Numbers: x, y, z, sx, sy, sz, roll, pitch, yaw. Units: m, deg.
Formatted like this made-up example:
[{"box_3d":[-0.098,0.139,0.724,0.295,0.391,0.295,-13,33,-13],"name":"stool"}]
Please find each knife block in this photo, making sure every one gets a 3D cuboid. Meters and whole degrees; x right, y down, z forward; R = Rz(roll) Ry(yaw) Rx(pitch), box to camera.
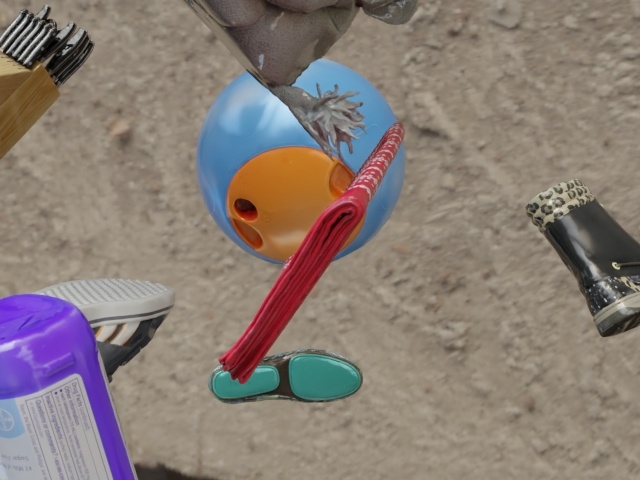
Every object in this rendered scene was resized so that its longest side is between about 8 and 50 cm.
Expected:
[{"box_3d":[-0.493,-0.245,1.961,0.088,0.242,0.276,34,120,24],"name":"knife block"}]

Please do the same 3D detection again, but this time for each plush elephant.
[{"box_3d":[0.003,-0.277,1.113,0.255,0.272,0.330,-42,95,-2],"name":"plush elephant"}]

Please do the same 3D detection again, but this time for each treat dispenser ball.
[{"box_3d":[-0.027,-0.108,1.633,0.288,0.288,0.288,12,109,36],"name":"treat dispenser ball"}]

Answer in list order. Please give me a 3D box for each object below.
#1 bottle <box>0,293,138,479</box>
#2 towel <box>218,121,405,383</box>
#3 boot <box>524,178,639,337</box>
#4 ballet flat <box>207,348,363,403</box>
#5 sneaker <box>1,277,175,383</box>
[{"box_3d":[-0.180,0.180,0.840,0.118,0.092,0.283,9,119,48],"name":"bottle"},{"box_3d":[0.000,0.000,1.068,0.031,0.275,0.199,35,112,-1],"name":"towel"},{"box_3d":[0.346,0.008,1.377,0.085,0.236,0.179,-44,70,36],"name":"boot"},{"box_3d":[-0.044,0.165,1.460,0.188,0.070,0.070,2,108,-6],"name":"ballet flat"},{"box_3d":[-0.296,0.123,1.432,0.126,0.321,0.127,11,102,29],"name":"sneaker"}]
